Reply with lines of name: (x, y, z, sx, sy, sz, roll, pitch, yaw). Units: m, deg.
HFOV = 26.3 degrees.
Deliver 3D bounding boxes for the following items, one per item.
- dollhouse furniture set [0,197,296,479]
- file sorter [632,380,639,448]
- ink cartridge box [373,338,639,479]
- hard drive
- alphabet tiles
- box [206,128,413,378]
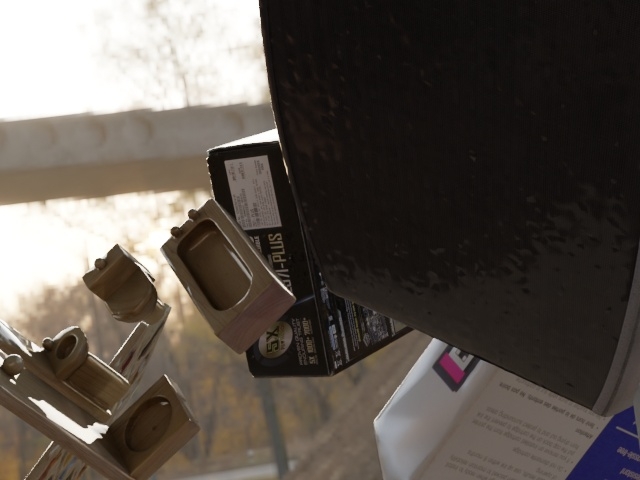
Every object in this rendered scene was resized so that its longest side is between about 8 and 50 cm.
dollhouse furniture set: (-0.120, 0.035, 0.834, 0.151, 0.144, 0.123, -44, -52, 3)
file sorter: (0.235, 0.043, 0.306, 0.278, 0.173, 0.193, 11, 25, 3)
ink cartridge box: (0.158, 0.062, 0.754, 0.176, 0.371, 0.069, 26, 12, -36)
hard drive: (0.057, -0.044, 0.467, 0.172, 0.054, 0.254, 24, -33, 25)
alphabet tiles: (-0.234, 0.214, 1.166, 0.011, 0.342, 0.285, 32, -34, 2)
box: (0.000, 0.000, 1.058, 0.078, 0.180, 0.147, -5, 11, 35)
